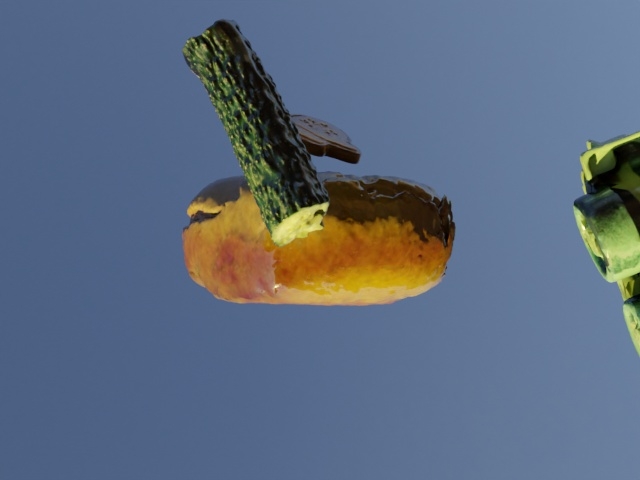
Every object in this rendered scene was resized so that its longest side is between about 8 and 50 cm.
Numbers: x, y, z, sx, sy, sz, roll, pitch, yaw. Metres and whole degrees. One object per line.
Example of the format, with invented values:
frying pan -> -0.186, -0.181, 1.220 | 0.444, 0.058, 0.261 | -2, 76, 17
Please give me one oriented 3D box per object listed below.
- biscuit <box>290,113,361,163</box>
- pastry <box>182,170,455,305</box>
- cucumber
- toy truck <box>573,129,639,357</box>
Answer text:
biscuit -> 0.002, -0.135, 1.418 | 0.023, 0.118, 0.140 | -66, -11, 18
pastry -> 0.000, 0.000, 1.361 | 0.356, 0.356, 0.164 | 1, -94, -43
cucumber -> -0.048, -0.084, 0.814 | 0.058, 0.058, 0.187 | 0, -125, -43
toy truck -> 0.226, 0.052, 0.584 | 0.135, 0.128, 0.260 | -76, -36, -83
